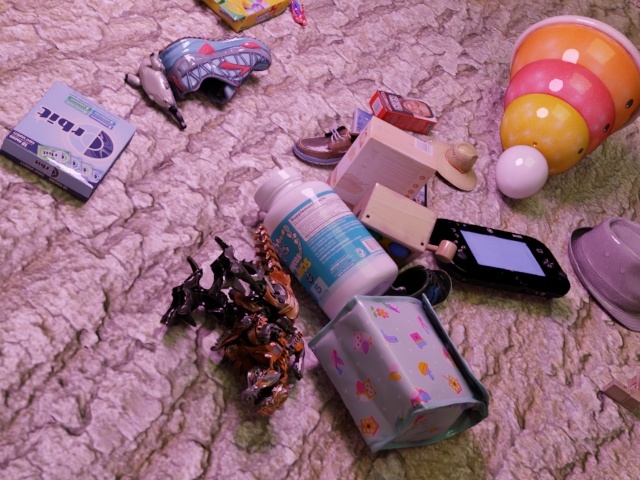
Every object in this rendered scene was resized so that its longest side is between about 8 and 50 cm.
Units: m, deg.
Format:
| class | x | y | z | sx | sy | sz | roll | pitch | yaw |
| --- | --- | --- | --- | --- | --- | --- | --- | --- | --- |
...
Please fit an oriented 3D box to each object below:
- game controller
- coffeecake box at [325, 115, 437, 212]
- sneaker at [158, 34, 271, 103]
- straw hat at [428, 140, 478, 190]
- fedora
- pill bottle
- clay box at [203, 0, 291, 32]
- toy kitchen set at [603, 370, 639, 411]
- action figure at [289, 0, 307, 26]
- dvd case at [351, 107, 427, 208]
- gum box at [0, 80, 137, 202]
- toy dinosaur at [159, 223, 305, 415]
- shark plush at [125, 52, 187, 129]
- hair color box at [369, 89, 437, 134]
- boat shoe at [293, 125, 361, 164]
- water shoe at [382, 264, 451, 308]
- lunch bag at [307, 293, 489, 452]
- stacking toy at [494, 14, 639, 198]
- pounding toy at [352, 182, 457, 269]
| class | x | y | z | sx | sy | sz | roll | pitch | yaw |
| --- | --- | --- | --- | --- | --- | --- | --- | --- | --- |
| game controller | 0.362 | 0.035 | 1.866 | 0.319 | 0.067 | 0.166 | 10 | 47 | -29 |
| coffeecake box | 0.112 | -0.122 | 1.739 | 0.142 | 0.185 | 0.068 | 25 | 42 | -15 |
| sneaker | -0.196 | -0.323 | 1.800 | 0.262 | 0.104 | 0.125 | -13 | 83 | -43 |
| straw hat | 0.310 | -0.183 | 2.024 | 0.144 | 0.061 | 0.144 | 26 | 41 | -25 |
| fedora | 0.682 | 0.052 | 2.036 | 0.243 | 0.124 | 0.275 | -11 | 60 | -41 |
| pill bottle | 0.000 | 0.000 | 1.573 | 0.146 | 0.146 | 0.264 | -22 | 67 | -46 |
| clay box | -0.172 | -0.535 | 2.030 | 0.127 | 0.053 | 0.222 | 43 | 41 | 7 |
| toy kitchen set | 0.613 | 0.275 | 1.817 | 0.075 | 0.068 | 0.083 | 34 | 40 | -4 |
| action figure | -0.056 | -0.538 | 2.139 | 0.038 | 0.030 | 0.115 | 1 | 53 | -41 |
| dvd case | 0.143 | -0.159 | 1.926 | 0.180 | 0.022 | 0.253 | 24 | 41 | -16 |
| gum box | -0.409 | -0.165 | 1.514 | 0.157 | 0.041 | 0.184 | 31 | 41 | -8 |
| toy dinosaur | -0.111 | 0.111 | 1.424 | 0.218 | 0.164 | 0.322 | 32 | 19 | -29 |
| shark plush | -0.285 | -0.280 | 1.708 | 0.161 | 0.073 | 0.067 | 45 | 10 | 16 |
| hair color box | 0.184 | -0.286 | 2.060 | 0.141 | 0.043 | 0.072 | 8 | 47 | -32 |
| boat shoe | 0.037 | -0.194 | 1.828 | 0.183 | 0.066 | 0.066 | -2 | 46 | -21 |
| water shoe | 0.186 | 0.084 | 1.678 | 0.203 | 0.080 | 0.073 | -16 | 63 | -44 |
| lunch bag | 0.148 | 0.206 | 1.481 | 0.262 | 0.160 | 0.223 | 4 | 46 | -48 |
| stacking toy | 0.533 | -0.264 | 2.164 | 0.350 | 0.350 | 0.480 | 37 | 59 | -1 |
| pounding toy | 0.148 | 0.007 | 1.690 | 0.206 | 0.181 | 0.094 | 27 | 68 | -7 |
